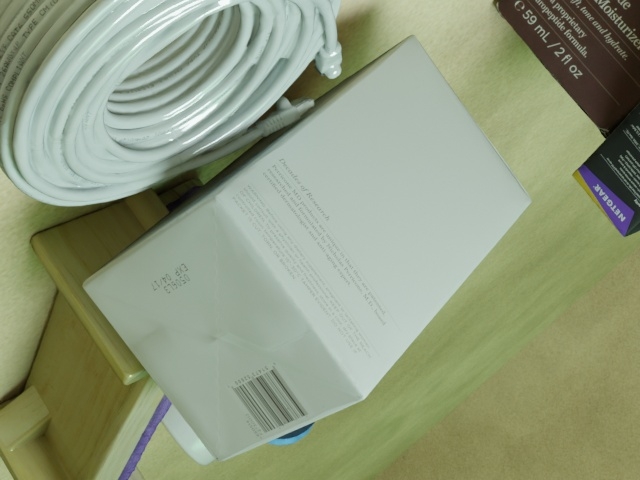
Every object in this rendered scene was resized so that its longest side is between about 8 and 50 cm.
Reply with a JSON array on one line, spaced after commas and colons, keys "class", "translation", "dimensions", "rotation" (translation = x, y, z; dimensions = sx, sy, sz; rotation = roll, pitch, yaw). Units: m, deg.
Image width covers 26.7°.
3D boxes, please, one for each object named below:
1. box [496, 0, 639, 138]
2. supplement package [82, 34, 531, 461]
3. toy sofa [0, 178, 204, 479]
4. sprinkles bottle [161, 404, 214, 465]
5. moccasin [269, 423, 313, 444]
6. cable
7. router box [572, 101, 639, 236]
[{"class": "box", "translation": [0.307, -0.212, 1.282], "dimensions": [0.203, 0.168, 0.167], "rotation": [-41, 162, 13]}, {"class": "supplement package", "translation": [0.000, 0.000, 1.044], "dimensions": [0.177, 0.175, 0.293], "rotation": [-30, -171, 44]}, {"class": "toy sofa", "translation": [-0.178, 0.113, 1.230], "dimensions": [0.177, 0.150, 0.362], "rotation": [-23, 158, -34]}, {"class": "sprinkles bottle", "translation": [-0.029, 0.110, 1.560], "dimensions": [0.355, 0.121, 0.121], "rotation": [-37, 163, -1]}, {"class": "moccasin", "translation": [-0.022, 0.038, 1.253], "dimensions": [0.342, 0.138, 0.116], "rotation": [-80, -166, -53]}, {"class": "cable", "translation": [-0.100, -0.128, 0.854], "dimensions": [0.257, 0.089, 0.257], "rotation": [-30, 161, -20]}, {"class": "router box", "translation": [0.406, -0.137, 1.243], "dimensions": [0.309, 0.081, 0.243], "rotation": [-20, 156, -44]}]
